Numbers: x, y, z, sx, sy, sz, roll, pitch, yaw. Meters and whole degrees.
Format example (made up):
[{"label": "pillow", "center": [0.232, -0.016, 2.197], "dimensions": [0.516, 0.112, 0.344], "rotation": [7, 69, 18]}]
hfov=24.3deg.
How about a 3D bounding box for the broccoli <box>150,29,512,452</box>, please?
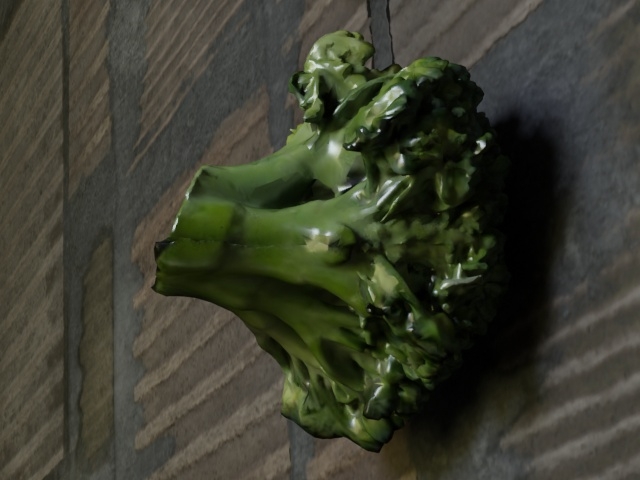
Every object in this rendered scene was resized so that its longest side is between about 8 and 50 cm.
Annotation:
[{"label": "broccoli", "center": [0.000, 0.000, 1.034], "dimensions": [0.248, 0.245, 0.288], "rotation": [-162, 86, -74]}]
